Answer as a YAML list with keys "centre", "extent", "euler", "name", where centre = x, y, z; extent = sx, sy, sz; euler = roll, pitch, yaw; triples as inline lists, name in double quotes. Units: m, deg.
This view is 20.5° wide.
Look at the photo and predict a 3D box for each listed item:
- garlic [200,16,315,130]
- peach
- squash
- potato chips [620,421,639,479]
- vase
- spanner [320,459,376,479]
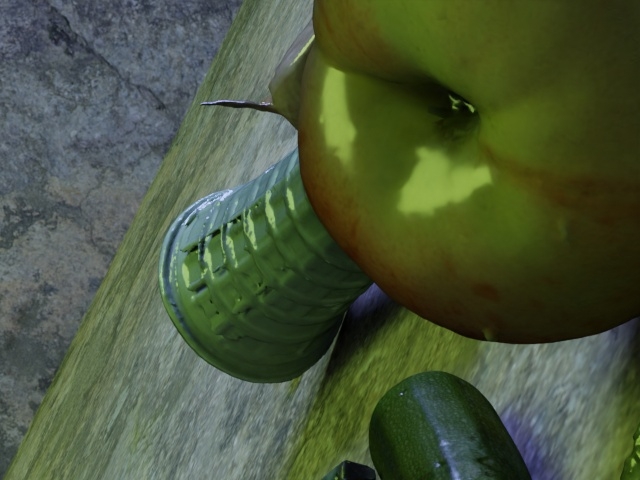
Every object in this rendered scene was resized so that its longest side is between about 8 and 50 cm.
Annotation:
- centre: [0.014, -0.147, 1.380]
  extent: [0.198, 0.128, 0.090]
  euler: [-49, 18, 27]
  name: "garlic"
- centre: [0.101, -0.073, 0.723]
  extent: [0.232, 0.232, 0.232]
  euler: [-59, 12, 21]
  name: "peach"
- centre: [0.060, 0.112, 0.763]
  extent: [0.066, 0.066, 0.229]
  euler: [-61, 11, 12]
  name: "squash"
- centre: [0.117, 0.098, 0.618]
  extent: [0.207, 0.028, 0.092]
  euler: [-65, 9, -18]
  name: "potato chips"
- centre: [0.011, -0.018, 1.111]
  extent: [0.299, 0.143, 0.143]
  euler: [-40, 25, 59]
  name: "vase"
- centre: [-0.028, 0.201, 0.910]
  extent: [0.325, 0.040, 0.096]
  euler: [116, 161, -49]
  name: "spanner"
